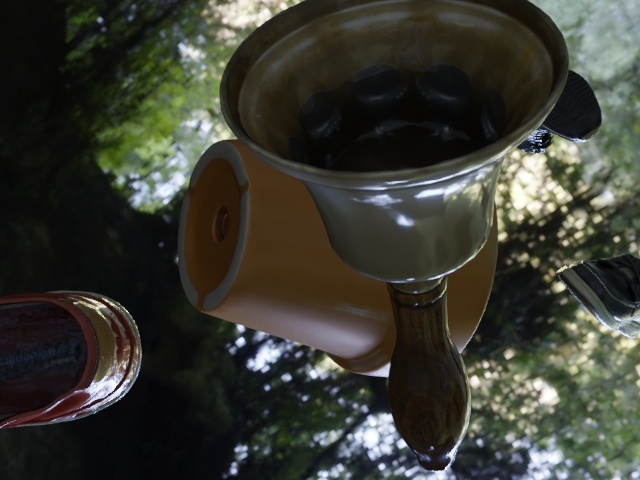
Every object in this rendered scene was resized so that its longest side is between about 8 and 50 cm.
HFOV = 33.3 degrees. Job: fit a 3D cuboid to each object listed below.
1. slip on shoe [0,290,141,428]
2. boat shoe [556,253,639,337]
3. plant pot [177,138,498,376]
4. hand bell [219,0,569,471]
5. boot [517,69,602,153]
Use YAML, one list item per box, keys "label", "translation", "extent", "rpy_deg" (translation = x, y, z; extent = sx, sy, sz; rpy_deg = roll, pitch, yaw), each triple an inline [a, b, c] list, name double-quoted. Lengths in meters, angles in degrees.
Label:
- label: "slip on shoe"
  translation: [-0.291, 0.099, 0.732]
  extent: [0.101, 0.331, 0.123]
  rpy_deg: [93, 166, -80]
- label: "boat shoe"
  translation: [0.309, 0.047, 1.103]
  extent: [0.080, 0.073, 0.223]
  rpy_deg: [54, -165, 28]
- label: "plant pot"
  translation: [0.000, 0.000, 0.825]
  extent: [0.187, 0.205, 0.205]
  rpy_deg: [7, -131, -30]
- label: "hand bell"
  translation: [0.041, 0.025, 0.464]
  extent: [0.126, 0.126, 0.242]
  rpy_deg: [-94, -5, -48]
- label: "boot"
  translation: [0.275, -0.140, 1.285]
  extent: [0.198, 0.076, 0.137]
  rpy_deg: [55, 173, 48]
